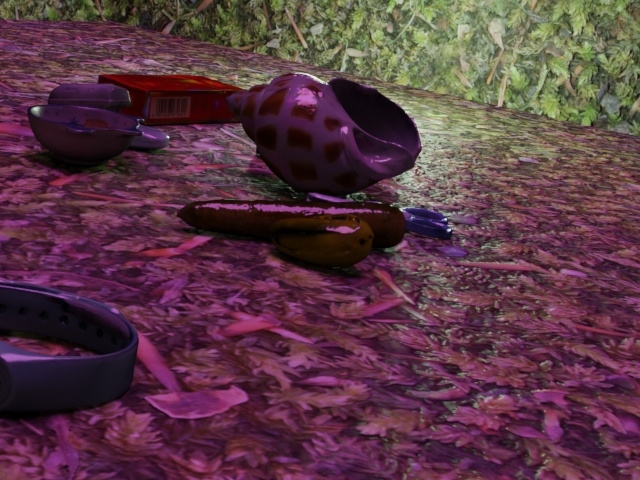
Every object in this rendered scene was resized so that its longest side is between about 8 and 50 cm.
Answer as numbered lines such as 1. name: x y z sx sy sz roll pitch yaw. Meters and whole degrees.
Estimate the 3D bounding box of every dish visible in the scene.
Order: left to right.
1. dish: -0.428 -0.186 1.828 0.228 0.086 0.236 13 17 11

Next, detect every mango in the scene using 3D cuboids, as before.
1. mango: 0.000 0.000 1.453 0.165 0.074 0.091 3 18 28

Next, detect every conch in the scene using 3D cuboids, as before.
1. conch: -0.005 -0.207 1.846 0.368 0.197 0.249 40 56 4

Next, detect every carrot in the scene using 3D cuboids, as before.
1. carrot: -0.043 -0.032 1.539 0.359 0.074 0.074 4 17 -12

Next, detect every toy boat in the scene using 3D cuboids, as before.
1. toy boat: -0.530 -0.310 2.225 0.261 0.085 0.078 8 12 40

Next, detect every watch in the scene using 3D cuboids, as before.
1. watch: -0.300 0.096 0.985 0.237 0.068 0.195 16 17 20

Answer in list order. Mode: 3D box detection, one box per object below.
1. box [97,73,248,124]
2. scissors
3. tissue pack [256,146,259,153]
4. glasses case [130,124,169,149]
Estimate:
1. box: -0.353 -0.344 2.389 0.197 0.089 0.313 21 20 40
2. scissors: 0.101 -0.046 1.722 0.256 0.030 0.125 10 17 -5
3. tissue pack: -0.067 -0.197 2.090 0.138 0.027 0.085 -5 -16 -6
4. glasses case: -0.394 -0.217 2.015 0.179 0.045 0.067 12 16 14
